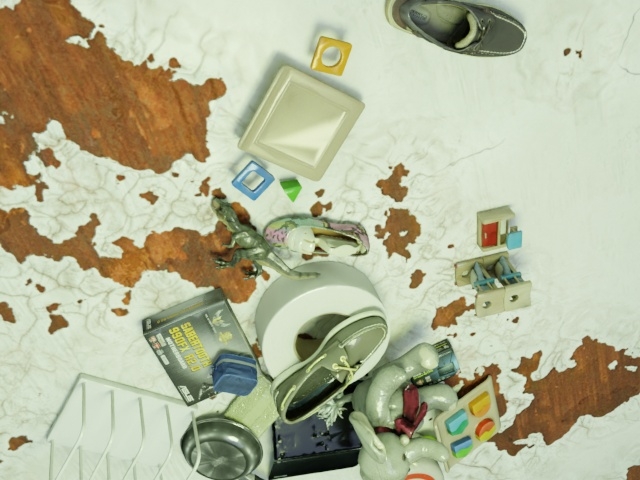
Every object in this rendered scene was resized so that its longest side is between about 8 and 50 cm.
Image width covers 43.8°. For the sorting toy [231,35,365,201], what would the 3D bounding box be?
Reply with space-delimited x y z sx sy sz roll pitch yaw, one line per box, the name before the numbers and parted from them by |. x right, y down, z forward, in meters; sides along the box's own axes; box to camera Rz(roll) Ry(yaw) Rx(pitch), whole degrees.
sorting toy | -0.037 -0.222 1.491 0.196 0.047 0.348 20 114 -30

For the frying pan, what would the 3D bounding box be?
frying pan | -0.213 0.545 1.879 0.197 0.053 0.326 -11 120 13

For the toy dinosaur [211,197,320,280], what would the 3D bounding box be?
toy dinosaur | -0.137 0.030 1.592 0.268 0.064 0.118 39 121 -22

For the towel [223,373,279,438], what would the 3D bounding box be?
towel | -0.143 0.380 1.820 0.110 0.027 0.148 39 108 -8

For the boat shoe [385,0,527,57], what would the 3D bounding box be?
boat shoe | 0.257 -0.384 1.445 0.285 0.092 0.103 11 117 -22

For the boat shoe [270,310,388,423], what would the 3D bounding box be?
boat shoe | 0.027 0.267 1.660 0.305 0.091 0.109 -40 123 10

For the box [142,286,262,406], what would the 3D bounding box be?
box | -0.249 0.231 1.700 0.183 0.056 0.231 -22 124 -1

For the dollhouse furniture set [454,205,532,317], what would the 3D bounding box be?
dollhouse furniture set | 0.371 0.047 1.720 0.129 0.129 0.184 -13 124 -8

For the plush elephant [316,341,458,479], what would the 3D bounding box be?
plush elephant | 0.166 0.422 1.757 0.330 0.255 0.272 -17 138 1

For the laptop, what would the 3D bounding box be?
laptop | -0.012 0.466 1.939 0.234 0.136 0.264 -5 96 -14

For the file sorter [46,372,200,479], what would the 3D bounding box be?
file sorter | -0.422 0.444 1.713 0.277 0.173 0.193 22 112 -26

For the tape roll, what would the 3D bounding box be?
tape roll | 0.003 0.189 1.721 0.286 0.100 0.286 -8 123 -12

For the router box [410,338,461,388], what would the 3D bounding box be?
router box | 0.267 0.299 1.900 0.122 0.038 0.092 -25 124 0

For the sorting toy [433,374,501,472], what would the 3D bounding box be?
sorting toy | 0.374 0.462 1.986 0.208 0.038 0.193 -34 127 -22

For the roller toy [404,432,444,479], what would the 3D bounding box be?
roller toy | 0.207 0.594 1.999 0.191 0.146 0.209 1 121 -16

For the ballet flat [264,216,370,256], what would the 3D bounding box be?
ballet flat | 0.000 0.000 1.616 0.221 0.079 0.077 5 120 -18

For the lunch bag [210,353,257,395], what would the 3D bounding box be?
lunch bag | -0.185 0.279 1.676 0.098 0.065 0.067 18 129 -27
